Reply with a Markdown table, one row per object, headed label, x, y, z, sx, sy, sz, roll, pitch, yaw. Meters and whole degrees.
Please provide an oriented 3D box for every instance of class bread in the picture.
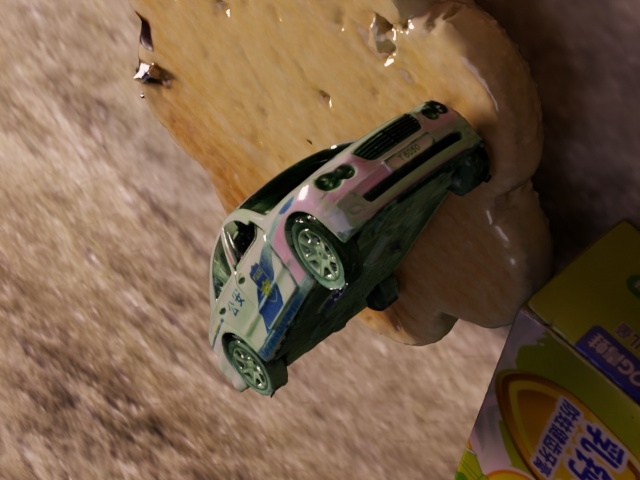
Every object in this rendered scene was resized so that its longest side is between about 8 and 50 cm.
| label | x | y | z | sx | sy | sz | roll | pitch | yaw |
| --- | --- | --- | --- | --- | --- | --- | --- | --- | --- |
| bread | 0.000 | -0.079 | 0.755 | 0.316 | 0.054 | 0.316 | 38 | 149 | 28 |

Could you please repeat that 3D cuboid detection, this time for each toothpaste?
| label | x | y | z | sx | sy | sz | roll | pitch | yaw |
| --- | --- | --- | --- | --- | --- | --- | --- | --- | --- |
| toothpaste | 0.134 | 0.131 | 0.775 | 0.110 | 0.077 | 0.327 | 43 | 151 | 21 |

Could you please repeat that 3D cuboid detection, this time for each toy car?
| label | x | y | z | sx | sy | sz | roll | pitch | yaw |
| --- | --- | --- | --- | --- | --- | --- | --- | --- | --- |
| toy car | 0.000 | 0.000 | 0.699 | 0.076 | 0.090 | 0.224 | 50 | 153 | 11 |
